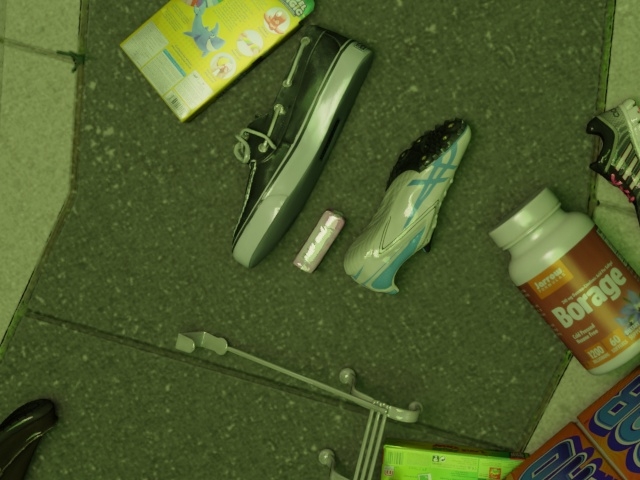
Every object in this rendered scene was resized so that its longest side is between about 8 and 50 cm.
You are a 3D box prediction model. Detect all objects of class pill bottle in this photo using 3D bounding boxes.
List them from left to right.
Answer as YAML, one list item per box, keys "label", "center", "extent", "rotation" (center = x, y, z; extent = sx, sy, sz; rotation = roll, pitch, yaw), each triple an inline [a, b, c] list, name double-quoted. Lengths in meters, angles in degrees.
- label: "pill bottle"
  center: [0.304, 0.045, 1.571]
  extent: [0.121, 0.121, 0.216]
  rotation: [-40, 89, 8]

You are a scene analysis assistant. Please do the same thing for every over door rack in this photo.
- label: "over door rack"
  center: [-0.047, 0.265, 1.648]
  extent: [0.324, 0.108, 0.239]
  rotation: [16, 97, 19]

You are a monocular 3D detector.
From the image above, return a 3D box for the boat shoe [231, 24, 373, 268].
- label: "boat shoe"
  center: [-0.049, -0.118, 1.604]
  extent: [0.105, 0.113, 0.306]
  rotation: [27, 95, 10]

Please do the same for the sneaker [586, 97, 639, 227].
- label: "sneaker"
  center: [0.365, -0.082, 1.585]
  extent: [0.075, 0.063, 0.170]
  rotation: [-15, 88, 7]

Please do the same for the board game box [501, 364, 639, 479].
- label: "board game box"
  center: [0.425, 0.365, 1.442]
  extent: [0.356, 0.356, 0.356]
  rotation: [-40, 94, 3]

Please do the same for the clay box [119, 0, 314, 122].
- label: "clay box"
  center: [-0.123, -0.264, 1.628]
  extent: [0.222, 0.053, 0.127]
  rotation: [-39, 90, 7]

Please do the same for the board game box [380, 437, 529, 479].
- label: "board game box"
  center: [0.167, 0.306, 1.648]
  extent: [0.181, 0.043, 0.092]
  rotation: [5, 95, 6]

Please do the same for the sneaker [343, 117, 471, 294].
- label: "sneaker"
  center: [0.118, -0.042, 1.614]
  extent: [0.086, 0.085, 0.237]
  rotation: [31, 94, -23]

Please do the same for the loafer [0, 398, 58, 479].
- label: "loafer"
  center: [-0.411, 0.291, 1.703]
  extent: [0.220, 0.080, 0.078]
  rotation: [-42, 99, 13]

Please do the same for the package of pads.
- label: "package of pads"
  center: [0.000, 0.000, 1.638]
  extent: [0.032, 0.050, 0.083]
  rotation: [33, 97, 3]
